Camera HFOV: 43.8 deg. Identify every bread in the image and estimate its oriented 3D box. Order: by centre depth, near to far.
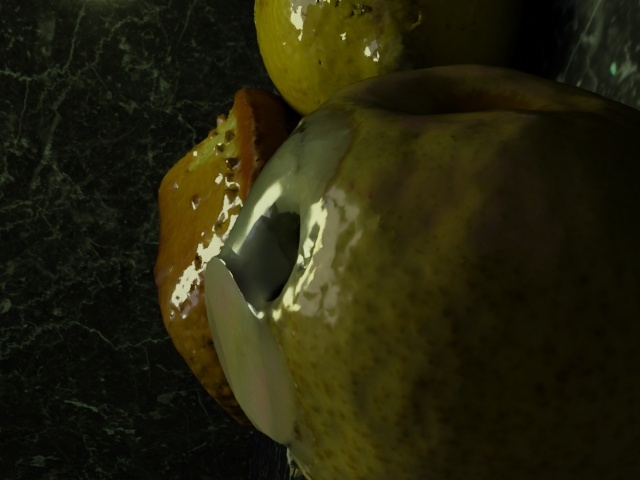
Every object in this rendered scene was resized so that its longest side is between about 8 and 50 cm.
[{"bbox_3d":[-0.028,0.023,0.819,0.337,0.204,0.358,53,-162,-36],"label":"bread"}]

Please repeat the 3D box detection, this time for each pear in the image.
[{"bbox_3d":[0.079,0.038,0.433,0.271,0.271,0.271,-170,90,-83],"label":"pear"}]

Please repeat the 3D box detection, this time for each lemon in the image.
[{"bbox_3d":[0.064,-0.215,0.754,0.310,0.257,0.258,-86,9,-64],"label":"lemon"}]

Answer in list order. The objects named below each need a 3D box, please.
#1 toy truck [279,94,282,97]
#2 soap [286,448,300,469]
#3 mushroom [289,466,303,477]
[{"bbox_3d":[0.034,-0.225,1.133,0.213,0.161,0.177,-28,57,41],"label":"toy truck"},{"bbox_3d":[0.074,0.065,0.628,0.080,0.160,0.258,26,110,53],"label":"soap"},{"bbox_3d":[0.022,0.263,0.979,0.154,0.122,0.154,-176,90,-88],"label":"mushroom"}]
